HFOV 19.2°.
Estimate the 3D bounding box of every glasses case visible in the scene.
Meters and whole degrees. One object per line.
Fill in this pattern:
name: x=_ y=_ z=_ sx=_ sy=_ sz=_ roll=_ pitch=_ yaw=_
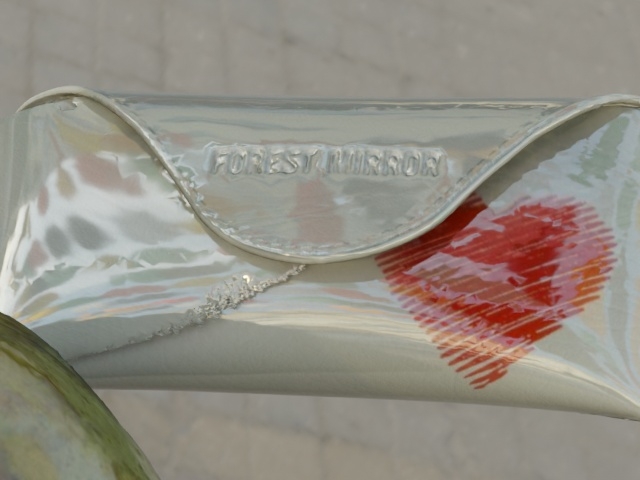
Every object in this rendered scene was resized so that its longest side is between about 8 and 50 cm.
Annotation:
glasses case: x=0.000 y=0.002 z=0.708 sx=0.308 sy=0.083 sz=0.128 roll=2 pitch=44 yaw=10

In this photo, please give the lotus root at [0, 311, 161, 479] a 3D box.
lotus root: x=-0.108 y=0.126 z=0.608 sx=0.173 sy=0.173 sz=0.309 roll=-43 pitch=112 yaw=-51
